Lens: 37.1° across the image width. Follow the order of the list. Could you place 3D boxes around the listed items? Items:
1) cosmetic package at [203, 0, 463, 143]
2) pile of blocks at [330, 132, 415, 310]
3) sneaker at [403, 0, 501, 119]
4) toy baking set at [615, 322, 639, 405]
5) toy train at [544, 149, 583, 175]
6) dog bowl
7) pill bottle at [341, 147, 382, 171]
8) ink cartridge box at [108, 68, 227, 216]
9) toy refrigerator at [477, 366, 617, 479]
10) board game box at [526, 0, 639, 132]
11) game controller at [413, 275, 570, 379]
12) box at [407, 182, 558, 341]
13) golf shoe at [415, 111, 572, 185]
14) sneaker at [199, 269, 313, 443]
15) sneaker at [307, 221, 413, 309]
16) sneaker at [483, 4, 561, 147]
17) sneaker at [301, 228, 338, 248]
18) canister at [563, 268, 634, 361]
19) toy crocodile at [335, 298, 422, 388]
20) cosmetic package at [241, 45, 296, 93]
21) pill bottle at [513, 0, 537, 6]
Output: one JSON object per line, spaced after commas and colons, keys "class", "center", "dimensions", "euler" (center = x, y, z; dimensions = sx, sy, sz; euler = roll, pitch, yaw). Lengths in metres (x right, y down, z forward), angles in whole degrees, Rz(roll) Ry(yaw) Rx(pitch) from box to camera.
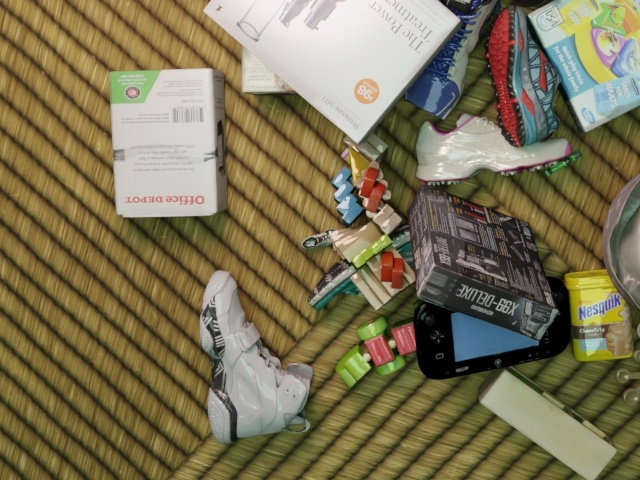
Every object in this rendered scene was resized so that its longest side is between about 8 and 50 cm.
{"class": "cosmetic package", "center": [0.022, -0.402, 1.721], "dimensions": [0.377, 0.097, 0.284], "euler": [41, 105, 4]}
{"class": "pile of blocks", "center": [0.085, -0.050, 1.826], "dimensions": [0.148, 0.112, 0.362], "euler": [-13, 81, 1]}
{"class": "sneaker", "center": [0.243, -0.401, 1.794], "dimensions": [0.127, 0.182, 0.316], "euler": [26, 90, 14]}
{"class": "toy baking set", "center": [0.686, 0.242, 1.877], "dimensions": [0.196, 0.030, 0.256], "euler": [23, 89, -18]}
{"class": "toy train", "center": [0.483, -0.153, 1.891], "dimensions": [0.083, 0.024, 0.017], "euler": [-32, 92, 8]}
{"class": "dog bowl", "center": [0.694, 0.004, 1.804], "dimensions": [0.348, 0.102, 0.349], "euler": [0, 91, -10]}
{"class": "pill bottle", "center": [0.085, -0.158, 1.926], "dimensions": [0.083, 0.043, 0.043], "euler": [42, 99, 0]}
{"class": "ink cartridge box", "center": [-0.303, -0.196, 1.925], "dimensions": [0.211, 0.121, 0.289], "euler": [0, 96, 6]}
{"class": "toy refrigerator", "center": [0.453, 0.355, 1.912], "dimensions": [0.269, 0.102, 0.094], "euler": [36, 99, 2]}
{"class": "board game box", "center": [0.599, -0.395, 1.824], "dimensions": [0.336, 0.079, 0.254], "euler": [-27, 93, 9]}
{"class": "game controller", "center": [0.335, 0.170, 1.856], "dimensions": [0.319, 0.067, 0.167], "euler": [-10, 95, -10]}
{"class": "box", "center": [0.291, 0.032, 1.765], "dimensions": [0.242, 0.307, 0.077], "euler": [19, 120, -11]}
{"class": "golf shoe", "center": [0.333, -0.189, 1.863], "dimensions": [0.306, 0.115, 0.140], "euler": [-7, 92, 6]}
{"class": "sneaker", "center": [-0.126, 0.237, 1.951], "dimensions": [0.210, 0.137, 0.366], "euler": [-2, 101, 6]}
{"class": "sneaker", "center": [0.099, 0.072, 1.924], "dimensions": [0.275, 0.107, 0.110], "euler": [-30, 101, 9]}
{"class": "sneaker", "center": [0.388, -0.313, 1.799], "dimensions": [0.125, 0.104, 0.262], "euler": [-13, 100, -23]}
{"class": "sneaker", "center": [0.000, 0.000, 1.956], "dimensions": [0.083, 0.037, 0.032], "euler": [-21, 92, 7]}
{"class": "canister", "center": [0.555, 0.148, 1.893], "dimensions": [0.126, 0.073, 0.170], "euler": [-6, 97, 7]}
{"class": "toy crocodile", "center": [0.185, 0.190, 1.922], "dimensions": [0.340, 0.105, 0.115], "euler": [-26, 93, 8]}
{"class": "cosmetic package", "center": [-0.083, -0.434, 1.862], "dimensions": [0.129, 0.153, 0.296], "euler": [0, 98, 6]}
{"class": "pill bottle", "center": [0.400, -0.492, 1.799], "dimensions": [0.086, 0.152, 0.086], "euler": [1, 97, 6]}
